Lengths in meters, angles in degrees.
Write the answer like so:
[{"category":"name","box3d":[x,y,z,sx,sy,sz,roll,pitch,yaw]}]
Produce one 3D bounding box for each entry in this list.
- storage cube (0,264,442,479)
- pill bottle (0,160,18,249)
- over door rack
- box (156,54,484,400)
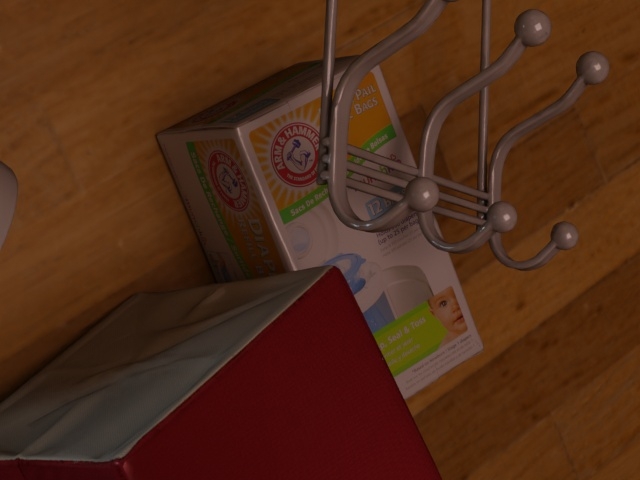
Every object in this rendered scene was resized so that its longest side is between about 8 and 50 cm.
[{"category":"storage cube","box3d":[-0.064,0.149,0.871,0.215,0.183,0.193,-40,111,-40]},{"category":"pill bottle","box3d":[-0.297,-0.053,0.755,0.278,0.162,0.162,35,73,-27]},{"category":"over door rack","box3d":[0.077,-0.155,0.919,0.239,0.108,0.324,14,66,-61]},{"category":"box","box3d":[0.000,0.000,0.975,0.114,0.103,0.203,-29,106,-29]}]
